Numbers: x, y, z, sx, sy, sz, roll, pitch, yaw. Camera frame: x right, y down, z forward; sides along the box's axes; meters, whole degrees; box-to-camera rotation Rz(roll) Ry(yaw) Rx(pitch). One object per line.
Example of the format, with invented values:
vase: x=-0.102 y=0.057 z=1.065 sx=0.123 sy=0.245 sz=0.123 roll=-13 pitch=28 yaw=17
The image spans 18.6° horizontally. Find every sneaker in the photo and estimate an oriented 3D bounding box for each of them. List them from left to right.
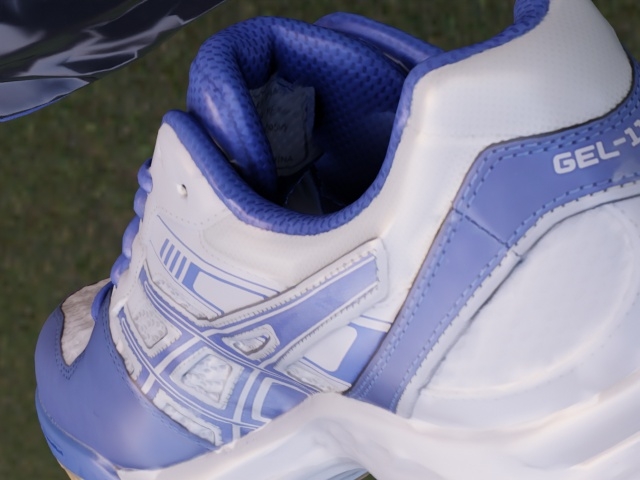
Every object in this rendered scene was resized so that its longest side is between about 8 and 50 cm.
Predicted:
sneaker: x=0.000 y=0.000 z=0.512 sx=0.296 sy=0.112 sz=0.131 roll=-8 pitch=115 yaw=54

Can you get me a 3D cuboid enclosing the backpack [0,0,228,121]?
backpack: x=-0.091 y=-0.196 z=0.560 sx=0.276 sy=0.263 sz=0.213 roll=-22 pitch=155 yaw=26
